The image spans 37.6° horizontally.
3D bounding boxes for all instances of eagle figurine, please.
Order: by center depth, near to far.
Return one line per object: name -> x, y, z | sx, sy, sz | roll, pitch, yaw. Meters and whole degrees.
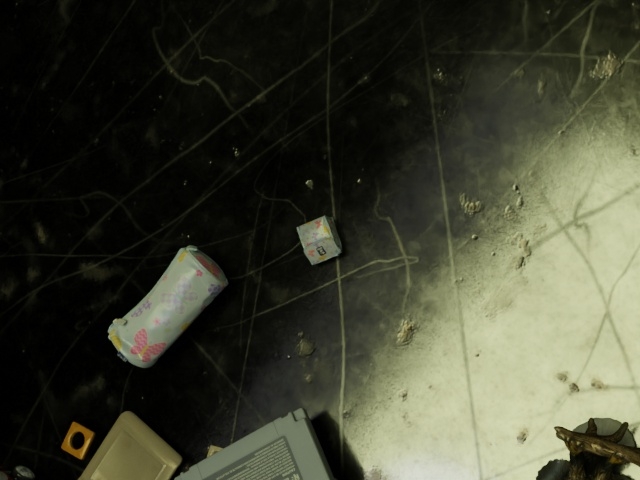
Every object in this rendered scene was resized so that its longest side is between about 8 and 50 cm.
eagle figurine -> 0.427, 0.448, 1.545 | 0.226, 0.225, 0.298 | -126, 38, -64

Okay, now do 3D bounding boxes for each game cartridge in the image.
game cartridge -> -0.121, 0.470, 1.769 | 0.297, 0.062, 0.198 | -30, 64, 9

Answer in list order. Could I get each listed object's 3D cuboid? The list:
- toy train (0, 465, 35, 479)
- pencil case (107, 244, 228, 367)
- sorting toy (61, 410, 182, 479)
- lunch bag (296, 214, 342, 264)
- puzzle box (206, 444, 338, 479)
toy train -> -0.743, 0.626, 2.002 | 0.142, 0.190, 0.334 | 36, 94, 26
pencil case -> -0.320, 0.139, 1.969 | 0.124, 0.113, 0.273 | 44, 97, 4
sorting toy -> -0.397, 0.484, 1.962 | 0.348, 0.047, 0.196 | 35, 89, 27
lunch bag -> 0.000, 0.000, 1.893 | 0.071, 0.053, 0.083 | -22, 79, 20
puzzle box -> -0.145, 0.618, 1.778 | 0.272, 0.052, 0.408 | 8, 72, 25
